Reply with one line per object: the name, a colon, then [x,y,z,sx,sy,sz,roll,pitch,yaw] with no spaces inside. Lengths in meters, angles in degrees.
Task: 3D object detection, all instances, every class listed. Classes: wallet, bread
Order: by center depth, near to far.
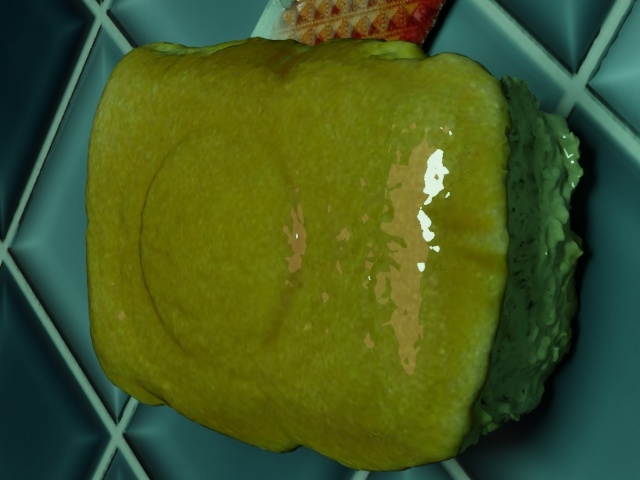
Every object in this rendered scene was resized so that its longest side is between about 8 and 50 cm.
bread: [0.000,0.000,0.793,0.245,0.121,0.174,11,105,49]
wallet: [0.007,-0.093,0.883,0.103,0.020,0.196,54,126,37]
